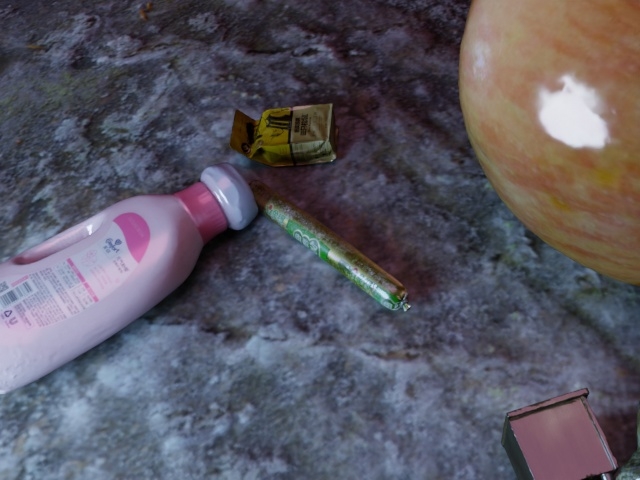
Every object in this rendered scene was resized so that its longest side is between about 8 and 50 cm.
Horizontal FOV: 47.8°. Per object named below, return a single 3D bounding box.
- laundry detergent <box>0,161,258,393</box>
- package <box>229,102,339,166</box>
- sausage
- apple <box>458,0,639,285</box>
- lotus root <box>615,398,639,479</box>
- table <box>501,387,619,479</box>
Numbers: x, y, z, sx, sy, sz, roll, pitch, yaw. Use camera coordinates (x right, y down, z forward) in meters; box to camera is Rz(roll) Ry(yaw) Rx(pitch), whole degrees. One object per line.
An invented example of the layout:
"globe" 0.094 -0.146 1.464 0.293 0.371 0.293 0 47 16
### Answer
"laundry detergent" -0.224 0.024 0.789 0.335 0.088 0.159 -33 53 -19
"package" -0.044 -0.132 0.912 0.131 0.047 0.071 -5 53 7
"sausage" 0.000 0.000 0.807 0.033 0.033 0.269 -39 56 -21
"apple" 0.322 -0.151 0.653 0.391 0.391 0.346 -34 49 -18
"lotus root" 0.376 0.122 0.555 0.349 0.175 0.175 -14 50 -14
"table" 0.199 0.183 0.597 0.070 0.083 0.082 -17 57 -1
